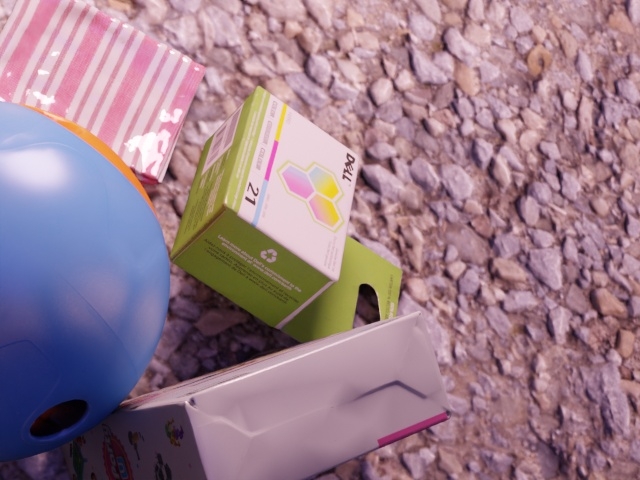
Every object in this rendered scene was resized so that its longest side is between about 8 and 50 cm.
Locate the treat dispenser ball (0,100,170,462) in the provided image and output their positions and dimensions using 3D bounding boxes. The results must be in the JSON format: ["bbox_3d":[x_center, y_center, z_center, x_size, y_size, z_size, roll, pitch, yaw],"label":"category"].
[{"bbox_3d":[-0.264,0.032,1.069,0.288,0.288,0.288,6,77,-28],"label":"treat dispenser ball"}]

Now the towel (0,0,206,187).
[{"bbox_3d":[-0.216,-0.153,1.285,0.197,0.029,0.144,28,67,-21],"label":"towel"}]

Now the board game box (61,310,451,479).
[{"bbox_3d":[-0.067,0.154,1.143,0.224,0.303,0.097,-17,88,-30],"label":"board game box"}]

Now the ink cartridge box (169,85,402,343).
[{"bbox_3d":[0.000,0.000,1.294,0.255,0.097,0.189,33,38,-19],"label":"ink cartridge box"}]
